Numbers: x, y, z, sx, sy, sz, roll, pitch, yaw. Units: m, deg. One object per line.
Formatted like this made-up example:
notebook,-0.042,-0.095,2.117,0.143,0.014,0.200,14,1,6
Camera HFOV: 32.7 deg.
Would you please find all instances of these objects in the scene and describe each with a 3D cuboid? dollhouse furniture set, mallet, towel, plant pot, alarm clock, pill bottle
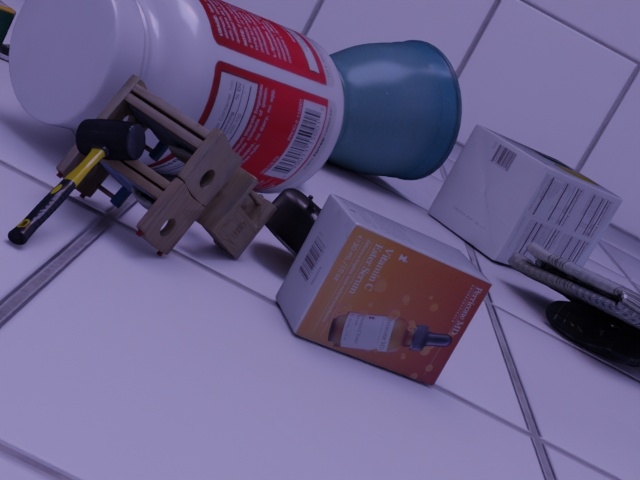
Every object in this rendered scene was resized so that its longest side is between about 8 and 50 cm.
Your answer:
dollhouse furniture set,-0.157,-0.052,1.142,0.129,0.129,0.183,34,-10,25
mallet,-0.217,-0.054,0.989,0.062,0.039,0.189,2,36,14
towel,0.493,0.111,1.757,0.312,0.056,0.324,28,0,-25
plant pot,0.079,-0.245,2.046,0.255,0.271,0.271,-4,32,-39
alarm clock,0.000,0.000,1.289,0.129,0.064,0.192,45,1,23
pill bottle,-0.168,-0.193,1.350,0.229,0.229,0.408,37,15,32

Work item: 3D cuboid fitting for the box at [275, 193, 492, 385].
box,0.063,0.051,1.116,0.170,0.130,0.091,22,14,-23

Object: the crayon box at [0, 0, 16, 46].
crayon box,-0.579,-0.337,1.376,0.203,0.083,0.323,38,15,35

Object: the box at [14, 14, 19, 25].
box,-0.403,-0.315,1.773,0.162,0.029,0.116,36,14,24

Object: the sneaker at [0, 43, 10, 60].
sneaker,-0.423,-0.266,1.530,0.083,0.035,0.031,24,13,-19

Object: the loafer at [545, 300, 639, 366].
loafer,0.423,0.149,1.673,0.170,0.062,0.061,30,-22,26

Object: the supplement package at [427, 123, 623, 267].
supplement package,0.390,-0.065,2.074,0.263,0.198,0.199,16,17,-43
